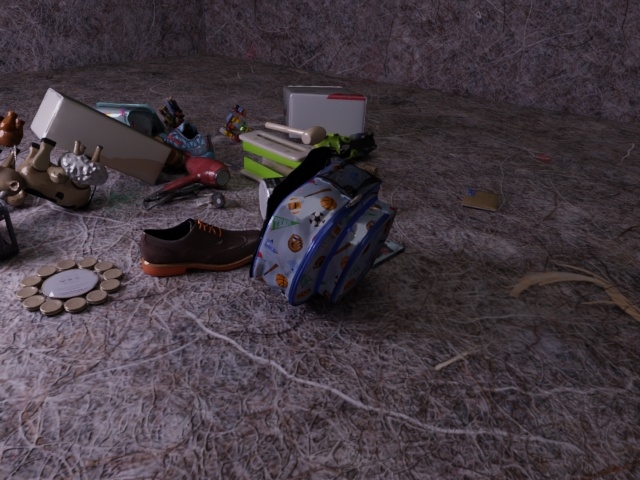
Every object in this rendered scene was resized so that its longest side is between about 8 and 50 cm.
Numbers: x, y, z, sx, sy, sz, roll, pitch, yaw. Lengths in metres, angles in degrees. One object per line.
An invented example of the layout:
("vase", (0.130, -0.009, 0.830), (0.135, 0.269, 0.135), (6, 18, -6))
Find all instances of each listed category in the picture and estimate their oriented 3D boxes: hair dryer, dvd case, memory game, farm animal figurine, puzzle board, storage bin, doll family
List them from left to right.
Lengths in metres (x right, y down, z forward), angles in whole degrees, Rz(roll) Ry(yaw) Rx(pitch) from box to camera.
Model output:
("storage bin", (-0.718, -0.038, 0.990), (0.180, 0.122, 0.084), (26, 35, 35))
("farm animal figurine", (-0.706, -0.156, 1.133), (0.326, 0.172, 0.330), (18, -17, -31))
("memory game", (-0.477, 0.084, 0.909), (0.186, 0.012, 0.186), (3, 28, -2))
("doll family", (-0.583, -0.500, 1.878), (0.076, 0.111, 0.193), (-23, 34, 23))
("hair dryer", (-0.367, -0.176, 1.329), (0.223, 0.080, 0.294), (-1, 28, -6))
("dvd case", (0.126, 0.022, 1.089), (0.087, 0.013, 0.119), (27, 36, 37))
("puzzle board", (0.469, -0.118, 1.387), (0.096, 0.011, 0.128), (12, 29, 17))

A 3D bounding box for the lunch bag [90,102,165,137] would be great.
("lunch bag", (-0.673, -0.377, 1.589), (0.223, 0.160, 0.262), (4, 17, 7))

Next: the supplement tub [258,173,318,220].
("supplement tub", (-0.052, -0.106, 1.196), (0.190, 0.117, 0.117), (-6, 30, -18))

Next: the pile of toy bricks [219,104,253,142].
("pile of toy bricks", (-0.308, -0.438, 1.813), (0.105, 0.118, 0.212), (32, 14, -15))

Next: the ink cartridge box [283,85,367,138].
("ink cartridge box", (0.002, -0.507, 1.856), (0.279, 0.161, 0.385), (-1, 23, -8))

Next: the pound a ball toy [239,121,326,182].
("pound a ball toy", (-0.095, -0.261, 1.381), (0.135, 0.208, 0.319), (-24, 38, -40))

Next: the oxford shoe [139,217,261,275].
("oxford shoe", (-0.235, 0.003, 0.993), (0.271, 0.099, 0.097), (-10, 31, -24))

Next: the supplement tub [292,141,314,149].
("supplement tub", (-0.067, -0.286, 1.573), (0.107, 0.071, 0.071), (14, 30, 18))

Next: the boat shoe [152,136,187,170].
("boat shoe", (-0.486, -0.269, 1.509), (0.207, 0.073, 0.073), (35, 4, 39))

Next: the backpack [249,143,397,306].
("backpack", (0.000, 0.000, 0.892), (0.213, 0.277, 0.263), (34, 43, 23))

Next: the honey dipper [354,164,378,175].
("honey dipper", (0.117, -0.244, 1.562), (0.160, 0.031, 0.030), (22, 33, 36))

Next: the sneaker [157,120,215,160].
("sneaker", (-0.442, -0.336, 1.565), (0.261, 0.125, 0.104), (21, 33, 29))

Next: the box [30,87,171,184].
("box", (-0.590, -0.278, 1.292), (0.311, 0.121, 0.148), (23, 7, -46))

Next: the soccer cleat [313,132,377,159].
("soccer cleat", (0.072, -0.314, 1.621), (0.289, 0.094, 0.121), (-17, 3, -44))
